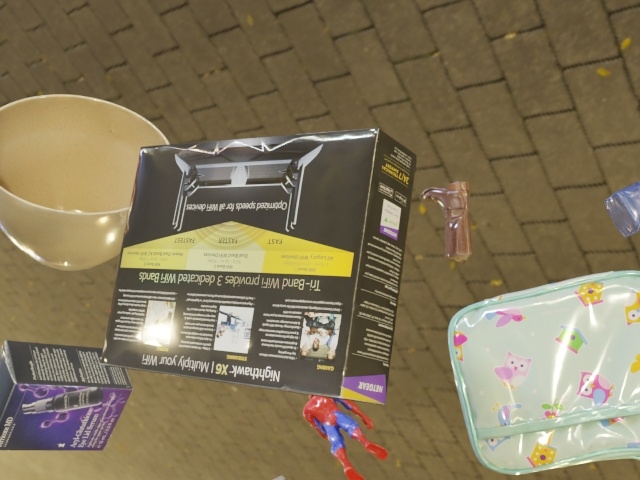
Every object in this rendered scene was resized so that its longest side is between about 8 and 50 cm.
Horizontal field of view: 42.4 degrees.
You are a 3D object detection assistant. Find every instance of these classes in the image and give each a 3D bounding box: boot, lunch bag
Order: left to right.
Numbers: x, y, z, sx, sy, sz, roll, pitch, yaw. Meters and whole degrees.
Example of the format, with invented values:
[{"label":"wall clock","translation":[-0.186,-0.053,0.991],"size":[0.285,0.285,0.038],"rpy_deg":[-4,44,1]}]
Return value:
[{"label":"boot","translation":[0.181,-0.021,1.188],"size":[0.106,0.037,0.114],"rpy_deg":[165,102,-65]},{"label":"lunch bag","translation":[0.305,0.164,0.997],"size":[0.279,0.224,0.108],"rpy_deg":[-13,166,9]},{"label":"lunch bag","translation":[0.470,-0.052,1.211],"size":[0.067,0.065,0.098],"rpy_deg":[63,180,8]}]

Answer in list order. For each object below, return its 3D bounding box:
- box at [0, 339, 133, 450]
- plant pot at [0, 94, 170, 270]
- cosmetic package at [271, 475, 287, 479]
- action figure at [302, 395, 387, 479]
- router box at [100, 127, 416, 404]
[{"label":"box","translation":[-0.448,0.266,1.397],"size":[0.153,0.207,0.108],"rpy_deg":[-62,40,23]},{"label":"plant pot","translation":[-0.381,-0.066,1.270],"size":[0.284,0.284,0.191],"rpy_deg":[31,131,12]},{"label":"cosmetic package","translation":[-0.061,0.508,1.366],"size":[0.153,0.129,0.296],"rpy_deg":[64,166,-2]},{"label":"action figure","translation":[0.054,0.357,1.505],"size":[0.139,0.091,0.280],"rpy_deg":[44,178,-27]},{"label":"router box","translation":[-0.069,0.023,0.824],"size":[0.309,0.242,0.081],"rpy_deg":[1,167,35]}]
